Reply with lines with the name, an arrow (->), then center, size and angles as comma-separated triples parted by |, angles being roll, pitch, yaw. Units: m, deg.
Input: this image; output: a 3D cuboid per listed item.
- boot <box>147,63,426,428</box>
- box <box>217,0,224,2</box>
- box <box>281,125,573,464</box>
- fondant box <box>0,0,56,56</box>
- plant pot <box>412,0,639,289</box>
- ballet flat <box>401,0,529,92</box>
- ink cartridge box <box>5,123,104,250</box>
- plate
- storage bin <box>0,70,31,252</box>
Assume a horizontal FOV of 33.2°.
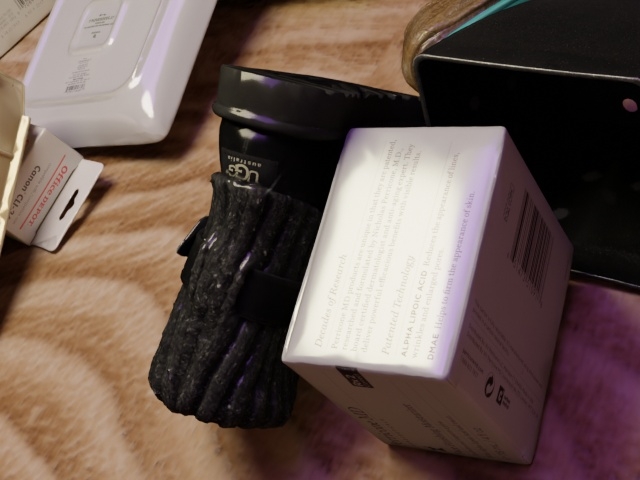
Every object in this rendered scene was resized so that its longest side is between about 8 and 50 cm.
boot -> -0.004, -0.001, 0.880 | 0.131, 0.348, 0.260 | 17, 102, 29
box -> -0.052, -0.398, 1.287 | 0.307, 0.076, 0.242 | -2, 49, 39
box -> 0.084, 0.040, 0.752 | 0.119, 0.181, 0.182 | 3, 65, 31
fondant box -> -0.513, -0.363, 1.513 | 0.330, 0.096, 0.238 | 23, 64, 41
plant pot -> 0.210, -0.098, 0.846 | 0.188, 0.187, 0.167 | 15, 47, 37
ballet flat -> 0.225, -0.248, 1.027 | 0.342, 0.116, 0.124 | -29, 37, 7
ink cartridge box -> -0.338, -0.069, 1.157 | 0.198, 0.067, 0.115 | 17, 73, 37
plate -> -0.239, -0.234, 1.218 | 0.277, 0.045, 0.278 | 1, 66, 38
storage bin -> -0.445, -0.048, 1.092 | 0.262, 0.123, 0.260 | -4, 70, 34
